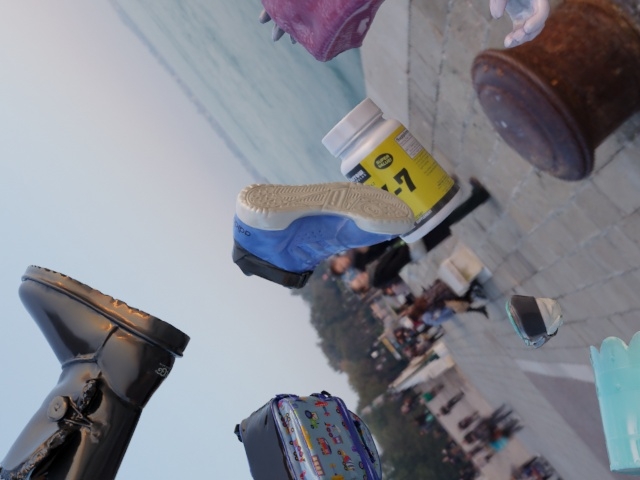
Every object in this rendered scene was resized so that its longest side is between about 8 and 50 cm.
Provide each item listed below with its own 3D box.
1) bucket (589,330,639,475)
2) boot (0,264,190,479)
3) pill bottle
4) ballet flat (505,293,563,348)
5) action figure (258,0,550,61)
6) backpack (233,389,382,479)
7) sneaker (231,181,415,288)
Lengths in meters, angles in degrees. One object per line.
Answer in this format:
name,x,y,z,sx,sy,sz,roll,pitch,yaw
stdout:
bucket,0.540,0.243,1.000,0.281,0.281,0.183,52,-144,-63
boot,-0.278,0.150,0.723,0.246,0.207,0.094,18,160,28
pill bottle,0.107,-0.108,1.047,0.208,0.119,0.119,47,179,-3
ballet flat,0.311,0.110,0.981,0.074,0.074,0.203,50,-174,26
action figure,0.072,-0.271,0.455,0.248,0.275,0.370,49,153,-16
backpack,0.007,0.261,0.810,0.173,0.117,0.158,15,-138,-42
sneaker,0.000,-0.001,0.577,0.058,0.152,0.084,-114,30,-46
